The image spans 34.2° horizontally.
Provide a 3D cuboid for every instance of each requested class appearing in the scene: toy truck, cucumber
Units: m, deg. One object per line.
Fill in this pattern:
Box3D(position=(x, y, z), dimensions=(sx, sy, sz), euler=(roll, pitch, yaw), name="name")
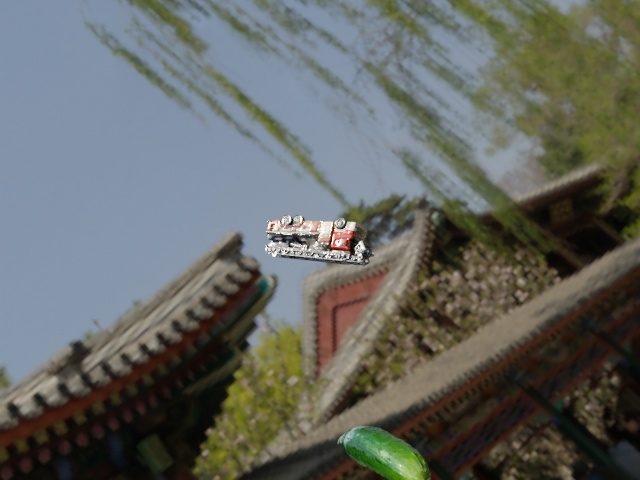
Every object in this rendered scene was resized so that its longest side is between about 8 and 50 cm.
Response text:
Box3D(position=(0.000, 0.000, 0.714), dimensions=(0.024, 0.083, 0.032), euler=(38, -119, -54), name="toy truck")
Box3D(position=(0.049, 0.176, 0.874), dimensions=(0.037, 0.037, 0.155), euler=(-40, 16, -16), name="cucumber")
